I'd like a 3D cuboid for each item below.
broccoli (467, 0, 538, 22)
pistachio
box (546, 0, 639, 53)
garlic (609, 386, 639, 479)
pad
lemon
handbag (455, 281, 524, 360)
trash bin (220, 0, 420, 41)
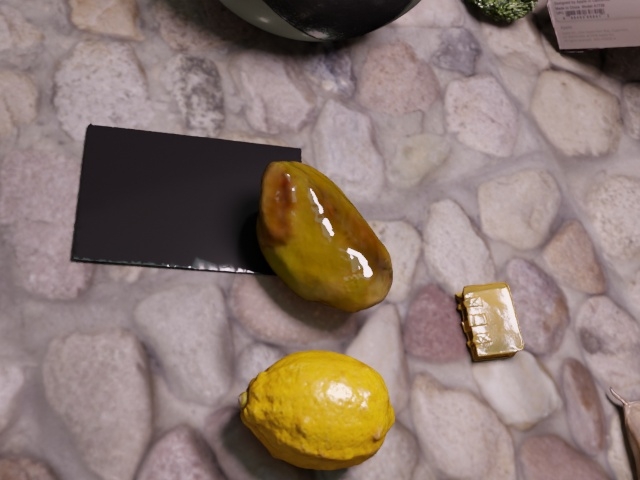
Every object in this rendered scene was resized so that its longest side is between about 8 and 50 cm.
[{"bbox_3d":[0.237,-0.339,1.121,0.095,0.092,0.097,-14,56,7],"label":"broccoli"},{"bbox_3d":[0.000,-0.002,0.897,0.189,0.100,0.110,48,29,9],"label":"pistachio"},{"bbox_3d":[0.456,-0.351,1.114,0.252,0.203,0.106,-41,122,-28],"label":"box"},{"bbox_3d":[0.377,0.227,0.909,0.084,0.066,0.152,0,68,-13],"label":"garlic"},{"bbox_3d":[-0.139,-0.046,0.931,0.246,0.006,0.170,5,65,-13],"label":"pad"},{"bbox_3d":[-0.003,0.164,0.812,0.155,0.114,0.114,6,65,-7],"label":"lemon"},{"bbox_3d":[0.190,0.091,0.944,0.061,0.027,0.083,-3,68,-17],"label":"handbag"},{"bbox_3d":[0.000,-0.451,1.007,0.281,0.280,0.431,6,61,-12],"label":"trash bin"}]
